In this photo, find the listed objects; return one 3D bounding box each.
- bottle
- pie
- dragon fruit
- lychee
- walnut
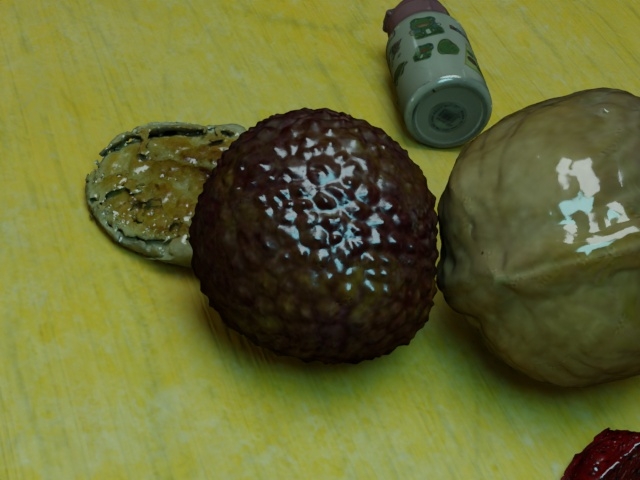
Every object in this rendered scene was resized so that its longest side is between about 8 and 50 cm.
[{"bbox_3d":[0.151,-0.242,1.690,0.120,0.120,0.253,5,41,-11],"label":"bottle"},{"bbox_3d":[-0.133,-0.060,1.438,0.274,0.055,0.274,4,39,-3],"label":"pie"},{"bbox_3d":[0.259,0.225,1.208,0.131,0.097,0.063,-34,53,-20],"label":"dragon fruit"},{"bbox_3d":[0.000,0.000,1.250,0.260,0.261,0.261,8,39,-7],"label":"lychee"},{"bbox_3d":[0.269,-0.002,1.292,0.306,0.306,0.344,37,29,26],"label":"walnut"}]
